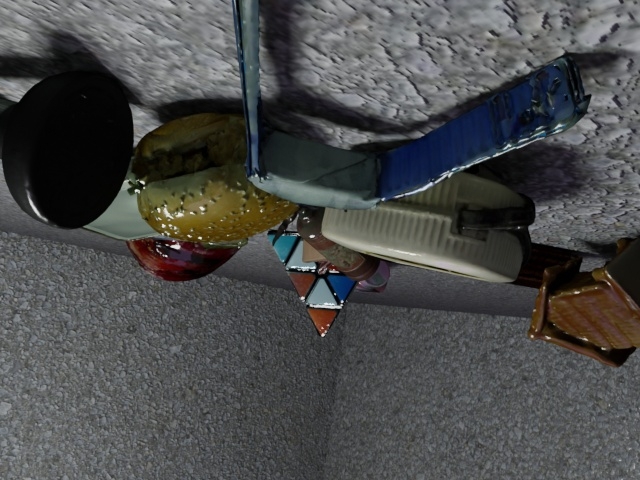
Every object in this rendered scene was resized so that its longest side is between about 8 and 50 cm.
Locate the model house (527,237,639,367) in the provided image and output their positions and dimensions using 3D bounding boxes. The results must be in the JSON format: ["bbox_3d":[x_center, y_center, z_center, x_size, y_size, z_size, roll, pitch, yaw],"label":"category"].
[{"bbox_3d":[0.494,0.102,0.913,0.199,0.219,0.229,-37,-175,-34],"label":"model house"}]

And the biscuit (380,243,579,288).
[{"bbox_3d":[0.295,0.031,1.014,0.388,0.073,0.107,10,171,-9],"label":"biscuit"}]

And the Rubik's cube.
[{"bbox_3d":[0.081,0.039,1.263,0.234,0.284,0.250,-31,171,42],"label":"Rubik's cube"}]

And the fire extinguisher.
[{"bbox_3d":[0.007,-0.003,0.886,0.075,0.106,0.252,-7,147,36],"label":"fire extinguisher"}]

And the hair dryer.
[{"bbox_3d":[-0.337,-0.138,0.627,0.320,0.155,0.284,19,-166,19],"label":"hair dryer"}]

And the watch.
[{"bbox_3d":[0.005,-0.102,0.420,0.276,0.068,0.274,14,163,-28],"label":"watch"}]

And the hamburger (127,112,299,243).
[{"bbox_3d":[-0.113,-0.061,0.633,0.189,0.122,0.215,-11,168,14],"label":"hamburger"}]

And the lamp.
[{"bbox_3d":[-0.303,-0.060,0.891,0.269,0.047,0.266,-10,164,15],"label":"lamp"}]

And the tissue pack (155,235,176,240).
[{"bbox_3d":[-0.429,-0.051,1.162,0.236,0.073,0.173,2,167,36],"label":"tissue pack"}]

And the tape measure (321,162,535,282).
[{"bbox_3d":[0.160,-0.023,0.667,0.231,0.133,0.271,11,175,34],"label":"tape measure"}]

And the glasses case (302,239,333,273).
[{"bbox_3d":[0.027,0.017,1.087,0.070,0.102,0.193,5,172,-23],"label":"glasses case"}]

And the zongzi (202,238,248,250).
[{"bbox_3d":[-0.218,-0.028,1.221,0.154,0.062,0.130,-3,147,10],"label":"zongzi"}]

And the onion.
[{"bbox_3d":[-0.363,0.030,1.389,0.314,0.146,0.280,18,163,-27],"label":"onion"}]

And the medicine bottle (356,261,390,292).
[{"bbox_3d":[0.122,0.094,1.466,0.119,0.094,0.188,12,170,-13],"label":"medicine bottle"}]
